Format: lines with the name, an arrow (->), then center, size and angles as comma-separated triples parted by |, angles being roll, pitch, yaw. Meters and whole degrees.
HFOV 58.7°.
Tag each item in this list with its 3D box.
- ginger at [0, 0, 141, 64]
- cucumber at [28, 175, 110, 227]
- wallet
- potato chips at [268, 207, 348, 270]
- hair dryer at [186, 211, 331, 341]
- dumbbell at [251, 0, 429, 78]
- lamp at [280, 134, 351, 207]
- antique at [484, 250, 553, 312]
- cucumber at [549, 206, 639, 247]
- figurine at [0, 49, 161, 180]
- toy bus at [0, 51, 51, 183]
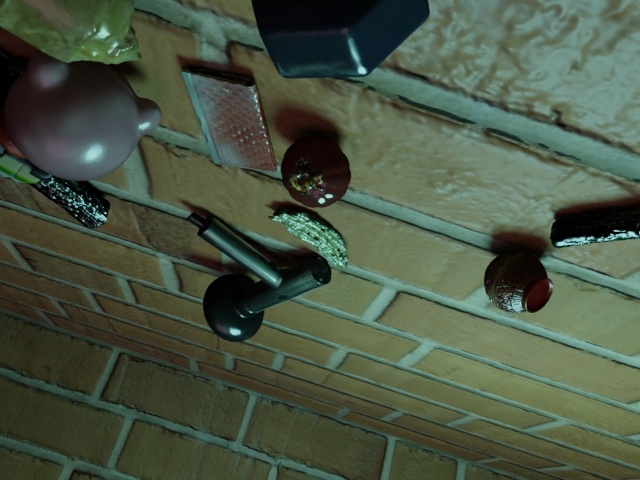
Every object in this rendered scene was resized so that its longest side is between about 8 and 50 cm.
ginger -> -0.297, -0.268, 0.564 | 0.267, 0.152, 0.138 | 15, 164, -43
cucumber -> -0.519, -0.127, 1.055 | 0.072, 0.072, 0.300 | -2, 147, 35
wallet -> -0.122, -0.162, 0.798 | 0.103, 0.020, 0.196 | 13, 153, 11
potato chips -> 0.000, 0.001, 1.028 | 0.092, 0.028, 0.207 | -9, 142, 45
hair dryer -> -0.166, 0.049, 1.198 | 0.284, 0.156, 0.320 | 44, 135, -8
dumbbell -> -0.022, -0.266, 0.389 | 0.156, 0.144, 0.316 | 6, 152, 23
lamp -> -0.007, -0.094, 0.780 | 0.101, 0.090, 0.101 | 10, 115, 23
antique -> 0.303, 0.064, 0.887 | 0.104, 0.104, 0.104 | 14, 154, 7
cucumber -> 0.415, -0.025, 0.706 | 0.256, 0.043, 0.044 | -12, 146, 44
figurine -> -0.322, -0.164, 0.754 | 0.173, 0.173, 0.173 | 14, 154, 7
toy bus -> -0.520, -0.204, 0.825 | 0.305, 0.143, 0.179 | 32, 153, -28
